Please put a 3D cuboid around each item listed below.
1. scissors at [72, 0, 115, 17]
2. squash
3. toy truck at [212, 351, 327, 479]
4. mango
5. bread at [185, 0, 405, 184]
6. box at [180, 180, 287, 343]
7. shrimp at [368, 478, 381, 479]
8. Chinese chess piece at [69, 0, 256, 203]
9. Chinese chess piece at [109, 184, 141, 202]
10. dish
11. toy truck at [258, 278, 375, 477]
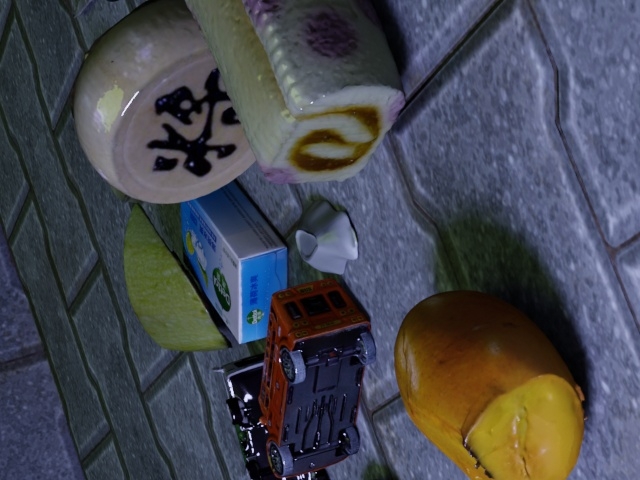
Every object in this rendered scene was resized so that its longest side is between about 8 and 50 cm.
[{"bbox_3d":[-0.339,-0.382,2.661,0.300,0.022,0.109,149,108,-69],"label":"scissors"},{"bbox_3d":[-0.174,0.077,2.463,0.237,0.155,0.204,60,-150,-33],"label":"squash"},{"bbox_3d":[-0.062,0.266,2.326,0.125,0.101,0.242,-144,39,-75],"label":"toy truck"},{"bbox_3d":[0.144,0.131,1.669,0.257,0.138,0.187,47,165,56],"label":"mango"},{"bbox_3d":[-0.038,-0.239,1.828,0.338,0.155,0.187,67,150,23],"label":"bread"},{"bbox_3d":[-0.114,0.020,2.309,0.194,0.073,0.139,50,148,46],"label":"box"},{"bbox_3d":[0.071,0.317,2.086,0.165,0.056,0.065,-176,87,-78],"label":"shrimp"},{"bbox_3d":[-0.160,-0.162,2.040,0.104,0.257,0.257,51,150,34],"label":"Chinese chess piece"},{"bbox_3d":[-0.280,-0.148,2.595,0.188,0.083,0.188,53,153,42],"label":"Chinese chess piece"},{"bbox_3d":[0.000,0.000,2.058,0.137,0.039,0.091,177,78,-70],"label":"dish"},{"bbox_3d":[-0.012,0.169,2.117,0.253,0.107,0.114,98,149,-44],"label":"toy truck"}]
